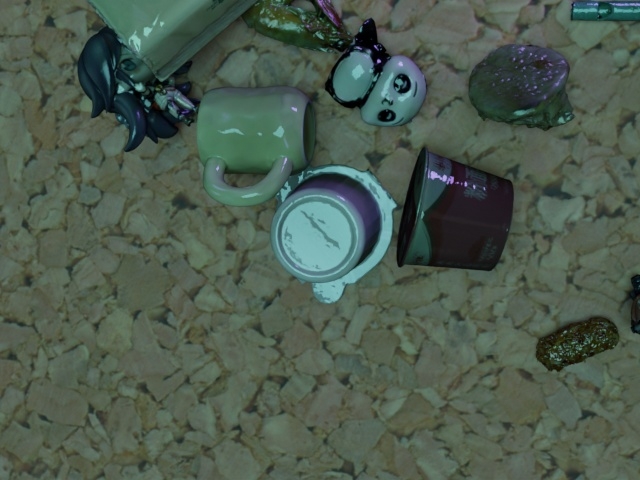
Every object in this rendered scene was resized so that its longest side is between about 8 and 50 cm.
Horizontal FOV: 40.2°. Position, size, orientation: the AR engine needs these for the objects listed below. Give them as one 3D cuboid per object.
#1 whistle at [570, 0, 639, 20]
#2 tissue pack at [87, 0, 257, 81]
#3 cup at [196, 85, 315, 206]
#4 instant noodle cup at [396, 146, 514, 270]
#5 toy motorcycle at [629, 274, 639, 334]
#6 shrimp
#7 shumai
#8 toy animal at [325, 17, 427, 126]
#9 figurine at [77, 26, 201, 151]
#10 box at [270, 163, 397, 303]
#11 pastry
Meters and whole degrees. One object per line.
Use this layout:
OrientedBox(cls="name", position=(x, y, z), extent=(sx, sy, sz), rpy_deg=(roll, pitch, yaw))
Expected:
OrientedBox(cls="whistle", position=(0.559, -0.422, 1.610), extent=(0.186, 0.039, 0.039), rpy_deg=(3, 101, 10))
OrientedBox(cls="tissue pack", position=(-0.261, -0.528, 1.602), extent=(0.380, 0.207, 0.297), rpy_deg=(-43, 81, -2))
OrientedBox(cls="cup", position=(-0.128, -0.193, 1.671), extent=(0.202, 0.255, 0.173), rpy_deg=(2, 121, 11))
OrientedBox(cls="instant noodle cup", position=(0.252, -0.047, 1.653), extent=(0.178, 0.235, 0.234), rpy_deg=(11, 103, -2))
OrientedBox(cls="toy motorcycle", position=(0.646, 0.169, 1.663), extent=(0.084, 0.118, 0.212), rpy_deg=(-29, 95, 24))
OrientedBox(cls="shrimp", position=(-0.034, -0.444, 1.708), extent=(0.267, 0.061, 0.145), rpy_deg=(28, 95, 7))
OrientedBox(cls="shumai", position=(0.380, -0.272, 1.637), extent=(0.201, 0.201, 0.120), rpy_deg=(-12, 139, 13))
OrientedBox(cls="toy animal", position=(0.118, -0.304, 1.663), extent=(0.179, 0.138, 0.166), rpy_deg=(36, 121, 7))
OrientedBox(cls="figurine", position=(-0.364, -0.300, 1.741), extent=(0.197, 0.175, 0.265), rpy_deg=(-31, 86, 19))
OrientedBox(cls="box", position=(0.000, 0.000, 1.707), extent=(0.262, 0.206, 0.291), rpy_deg=(10, 100, 9))
OrientedBox(cls="pastry", position=(0.506, 0.208, 1.725), extent=(0.169, 0.063, 0.087), rpy_deg=(-28, 97, 13))
